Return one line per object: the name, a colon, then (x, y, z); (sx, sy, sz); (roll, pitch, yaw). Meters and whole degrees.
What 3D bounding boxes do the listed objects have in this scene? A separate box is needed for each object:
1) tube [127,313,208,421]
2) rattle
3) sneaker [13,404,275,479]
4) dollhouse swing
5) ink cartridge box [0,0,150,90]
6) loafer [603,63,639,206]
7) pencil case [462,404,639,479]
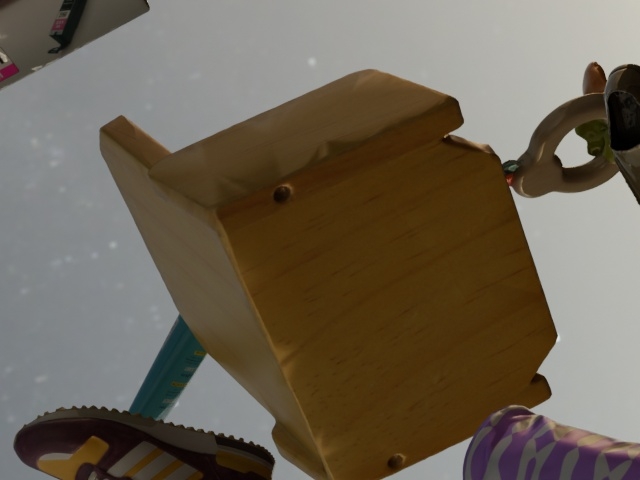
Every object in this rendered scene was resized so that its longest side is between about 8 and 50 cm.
tube: (-0.180, 0.168, 1.876); (0.052, 0.207, 0.080); (39, -161, 26)
rattle: (0.236, -0.117, 1.803); (0.143, 0.199, 0.130); (66, -175, 27)
sneaker: (-0.124, 0.171, 1.150); (0.069, 0.185, 0.084); (106, 172, -57)
dollhouse swing: (0.000, 0.000, 1.560); (0.305, 0.315, 0.347); (-119, 5, -56)
ink cartridge box: (-0.381, -0.311, 2.055); (0.060, 0.275, 0.239); (65, -176, 34)
loafer: (0.279, -0.079, 1.447); (0.050, 0.056, 0.148); (-33, -78, -52)
pencil case: (0.179, 0.146, 0.943); (0.088, 0.206, 0.086); (-44, -53, -34)
